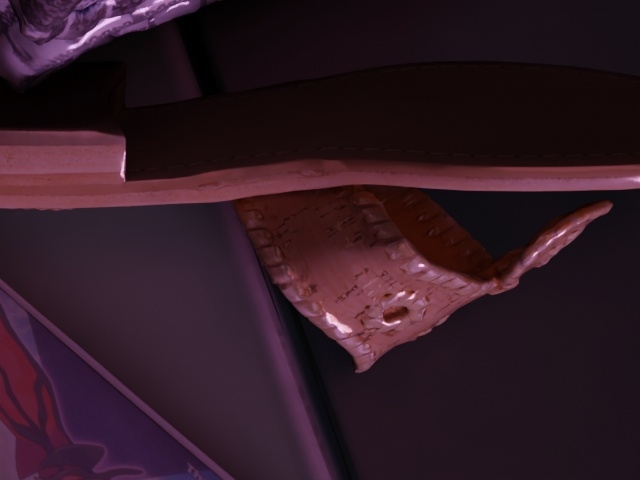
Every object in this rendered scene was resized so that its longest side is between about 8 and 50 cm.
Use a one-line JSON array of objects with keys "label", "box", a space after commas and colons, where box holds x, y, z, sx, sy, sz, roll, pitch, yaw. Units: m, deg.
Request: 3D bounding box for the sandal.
[{"label": "sandal", "box": [0.000, -0.003, 0.526, 0.240, 0.088, 0.079, 1, 113, 0]}]

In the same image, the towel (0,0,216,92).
[{"label": "towel", "box": [-0.015, -0.206, 0.504, 0.283, 0.121, 0.235, -31, 87, -18]}]

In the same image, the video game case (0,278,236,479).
[{"label": "video game case", "box": [-0.060, 0.088, 0.430, 0.201, 0.183, 0.023, 41, 112, -11]}]
